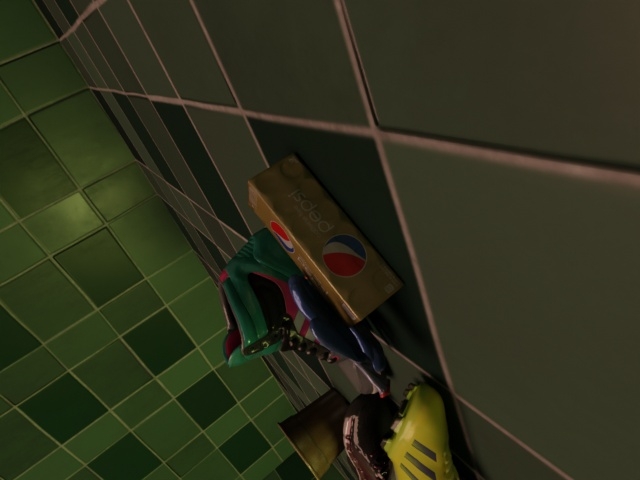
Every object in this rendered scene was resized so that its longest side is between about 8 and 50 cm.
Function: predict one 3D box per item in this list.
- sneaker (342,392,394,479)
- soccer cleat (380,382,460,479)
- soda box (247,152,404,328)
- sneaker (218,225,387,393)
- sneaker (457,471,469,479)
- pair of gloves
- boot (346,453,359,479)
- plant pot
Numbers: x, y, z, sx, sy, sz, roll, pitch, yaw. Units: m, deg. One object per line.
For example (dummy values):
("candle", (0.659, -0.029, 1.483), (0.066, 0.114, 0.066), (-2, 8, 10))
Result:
("sneaker", (0.133, 0.386, 0.707), (0.163, 0.107, 0.281), (15, 122, 52))
("soccer cleat", (0.141, 0.293, 0.562), (0.121, 0.093, 0.289), (18, 127, 26))
("soda box", (0.000, 0.000, 0.458), (0.181, 0.061, 0.058), (51, 161, 9))
("sneaker", (-0.045, 0.134, 0.613), (0.295, 0.178, 0.124), (56, 161, -5))
("sneaker", (0.211, 0.390, 0.646), (0.065, 0.061, 0.157), (-128, 24, -47))
("pair of gloves", (0.024, 0.099, 0.503), (0.159, 0.023, 0.198), (50, -172, 4))
("boot", (0.180, 0.562, 0.921), (0.223, 0.118, 0.338), (29, 153, 42))
("plant pot", (0.006, 0.470, 1.088), (0.167, 0.165, 0.167), (46, 160, 22))
